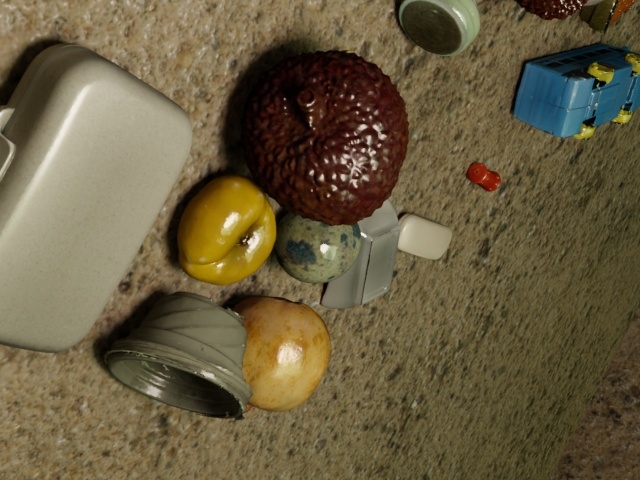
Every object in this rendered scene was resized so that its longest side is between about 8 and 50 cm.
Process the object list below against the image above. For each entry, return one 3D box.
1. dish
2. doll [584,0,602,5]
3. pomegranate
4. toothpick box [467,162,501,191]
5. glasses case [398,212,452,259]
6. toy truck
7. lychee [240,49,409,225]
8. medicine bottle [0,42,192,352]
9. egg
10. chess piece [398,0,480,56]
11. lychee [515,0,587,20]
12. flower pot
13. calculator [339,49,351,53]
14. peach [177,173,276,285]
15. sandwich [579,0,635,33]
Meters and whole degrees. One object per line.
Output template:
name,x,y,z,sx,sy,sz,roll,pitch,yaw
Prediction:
dish,0.088,0.034,1.925,0.151,0.077,0.212,-22,131,-43
doll,0.510,-0.598,1.947,0.151,0.151,0.287,-37,137,-30
pomegranate,-0.083,0.188,1.703,0.207,0.207,0.207,-33,138,-35
toothpick box,0.347,-0.135,2.167,0.083,0.047,0.047,21,98,-56
glasses case,0.207,-0.007,2.074,0.204,0.051,0.081,18,100,-56
toy truck,0.584,-0.335,2.222,0.385,0.162,0.161,-22,131,-45
lychee,0.010,-0.153,1.522,0.260,0.260,0.261,-33,138,-35
medicine bottle,-0.325,-0.044,1.277,0.375,0.123,0.282,-60,145,1
egg,0.000,0.000,1.733,0.181,0.141,0.141,-18,129,-57
chess piece,0.251,-0.450,1.750,0.272,0.139,0.139,-56,149,-28
lychee,0.425,-0.490,1.867,0.188,0.188,0.188,-33,138,-35
flower pot,-0.199,0.167,1.553,0.235,0.235,0.141,57,47,-54
calculator,0.011,-0.197,1.689,0.157,0.033,0.236,18,103,-57
peach,-0.144,-0.014,1.558,0.179,0.103,0.179,-30,137,-33
sandwich,0.648,-0.573,2.210,0.159,0.079,0.235,-21,135,-57
